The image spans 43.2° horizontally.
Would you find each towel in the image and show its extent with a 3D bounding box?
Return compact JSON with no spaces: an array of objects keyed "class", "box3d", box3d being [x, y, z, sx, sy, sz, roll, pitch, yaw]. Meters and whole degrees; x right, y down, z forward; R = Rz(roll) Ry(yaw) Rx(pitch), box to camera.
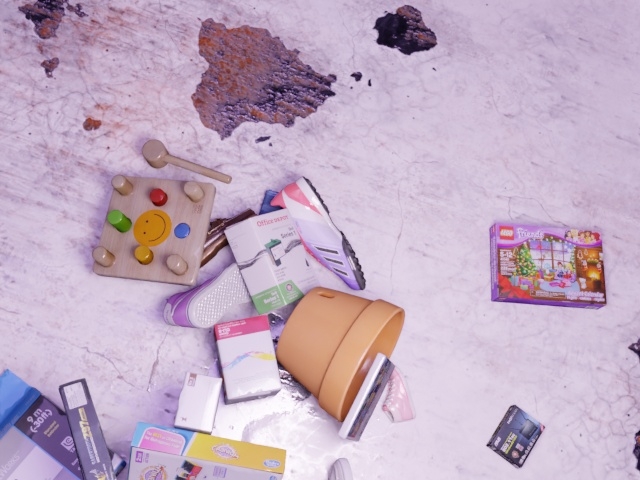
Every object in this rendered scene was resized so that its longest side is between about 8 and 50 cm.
[{"class":"towel","box3d":[-0.120,-0.066,2.033,0.067,0.029,0.119,17,70,-4]}]

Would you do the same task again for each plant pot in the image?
[{"class":"plant pot","box3d":[0.035,0.237,1.845,0.204,0.291,0.290,28,70,17]}]

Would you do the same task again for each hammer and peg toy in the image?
[{"class":"hammer and peg toy","box3d":[-0.373,-0.077,1.908,0.266,0.127,0.361,6,71,13]}]

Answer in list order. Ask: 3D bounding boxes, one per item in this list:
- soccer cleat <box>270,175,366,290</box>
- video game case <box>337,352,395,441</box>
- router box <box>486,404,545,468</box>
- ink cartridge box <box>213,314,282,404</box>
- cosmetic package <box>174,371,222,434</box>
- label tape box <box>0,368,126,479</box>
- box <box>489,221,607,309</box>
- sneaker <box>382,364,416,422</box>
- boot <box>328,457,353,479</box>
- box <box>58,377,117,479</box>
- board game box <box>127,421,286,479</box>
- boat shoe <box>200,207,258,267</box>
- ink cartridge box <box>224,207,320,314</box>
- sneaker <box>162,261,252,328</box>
[{"class":"soccer cleat","box3d":[0.000,0.000,1.996,0.116,0.108,0.318,-32,89,3]},{"class":"video game case","box3d":[0.107,0.359,1.838,0.023,0.183,0.201,25,81,18]},{"class":"router box","box3d":[0.471,0.472,1.953,0.092,0.038,0.122,36,71,4]},{"class":"ink cartridge box","box3d":[-0.170,0.278,1.863,0.128,0.128,0.176,-10,74,-12]},{"class":"cosmetic package","box3d":[-0.266,0.366,1.764,0.086,0.231,0.117,12,71,-6]},{"class":"label tape box","box3d":[-0.632,0.469,1.736,0.348,0.115,0.249,38,70,2]},{"class":"box","box3d":[0.585,0.066,2.090,0.294,0.057,0.200,4,71,-8]},{"class":"sneaker","box3d":[0.175,0.369,1.930,0.070,0.051,0.134,-14,80,-19]},{"class":"boot","box3d":[0.006,0.616,1.800,0.124,0.095,0.258,5,73,-15]},{"class":"box","box3d":[-0.466,0.408,1.630,0.059,0.183,0.232,-16,75,-19]},{"class":"board game box","box3d":[-0.250,0.511,1.721,0.317,0.242,0.064,12,38,-6]},{"class":"boat shoe","box3d":[-0.248,-0.018,1.973,0.207,0.073,0.073,-38,76,-17]},{"class":"ink cartridge box","box3d":[-0.111,0.045,1.909,0.160,0.093,0.219,-20,87,-56]},{"class":"sneaker","box3d":[-0.256,0.120,1.915,0.282,0.161,0.102,-29,104,-47]}]
